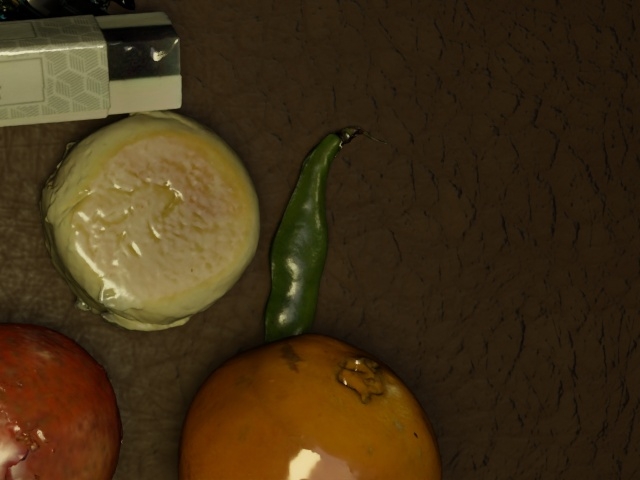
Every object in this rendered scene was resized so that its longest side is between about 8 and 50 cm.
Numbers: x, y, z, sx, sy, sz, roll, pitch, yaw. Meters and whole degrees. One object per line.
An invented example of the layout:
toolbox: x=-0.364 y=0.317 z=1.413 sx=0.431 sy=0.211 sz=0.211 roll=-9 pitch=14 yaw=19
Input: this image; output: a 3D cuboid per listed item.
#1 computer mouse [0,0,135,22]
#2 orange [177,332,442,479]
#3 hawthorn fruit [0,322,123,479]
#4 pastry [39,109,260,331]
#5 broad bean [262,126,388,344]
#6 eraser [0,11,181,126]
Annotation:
computer mouse: x=-0.325 y=-0.307 z=1.581 sx=0.242 sy=0.077 sz=0.146 roll=21 pitch=83 yaw=-20
orange: x=-0.014 y=0.258 z=1.570 sx=0.312 sy=0.312 sz=0.312 roll=0 pitch=89 yaw=-21
hawthorn fruit: x=-0.327 y=0.207 z=1.490 sx=0.307 sy=0.276 sz=0.276 roll=-25 pitch=99 yaw=-49
pastry: x=-0.199 y=-0.025 z=1.592 sx=0.265 sy=0.133 sz=0.264 roll=1 pitch=88 yaw=-20
broad bean: x=-0.010 y=-0.005 z=1.707 sx=0.098 sy=0.056 sz=0.318 roll=28 pitch=77 yaw=-18
eraser: x=-0.361 y=-0.184 z=1.518 sx=0.404 sy=0.098 sz=0.096 roll=-8 pitch=120 yaw=-15
